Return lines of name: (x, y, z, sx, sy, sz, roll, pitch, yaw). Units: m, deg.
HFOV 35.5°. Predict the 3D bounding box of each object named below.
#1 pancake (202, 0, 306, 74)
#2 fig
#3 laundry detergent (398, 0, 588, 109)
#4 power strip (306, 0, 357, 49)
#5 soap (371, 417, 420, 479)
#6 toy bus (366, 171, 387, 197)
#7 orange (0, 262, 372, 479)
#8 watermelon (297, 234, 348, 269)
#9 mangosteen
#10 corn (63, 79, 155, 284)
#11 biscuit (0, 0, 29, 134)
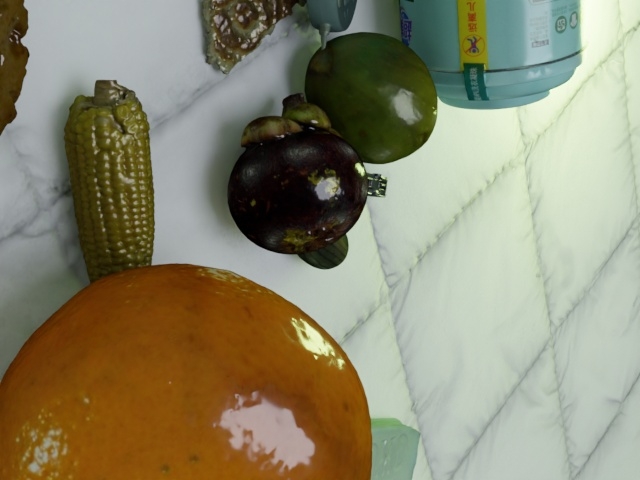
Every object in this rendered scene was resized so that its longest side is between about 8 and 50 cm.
pancake: (-0.110, -0.337, 1.255, 0.266, 0.057, 0.244, 17, 95, -49)
fig: (0.065, -0.203, 1.398, 0.191, 0.181, 0.181, 27, 78, -36)
laundry detergent: (0.256, -0.368, 1.506, 0.287, 0.287, 0.305, -31, 123, -44)
power strip: (0.020, -0.348, 1.352, 0.137, 0.044, 0.216, 82, 18, -53)
soap: (0.087, 0.360, 1.681, 0.198, 0.063, 0.114, 10, 91, -53)
toy bus: (0.054, -0.089, 1.520, 0.131, 0.052, 0.037, 7, 90, -55)
orange: (-0.153, 0.225, 1.077, 0.424, 0.326, 0.423, -6, 118, -12)
watermelon: (0.000, 0.000, 1.457, 0.078, 0.078, 0.110, -63, 142, -18)
mangosteen: (-0.035, -0.092, 1.319, 0.192, 0.192, 0.217, 14, 58, -53)
corn: (-0.233, -0.054, 1.127, 0.097, 0.097, 0.261, -25, 123, -46)
biscuit: (-0.381, -0.183, 0.909, 0.296, 0.075, 0.295, -24, 120, -50)
